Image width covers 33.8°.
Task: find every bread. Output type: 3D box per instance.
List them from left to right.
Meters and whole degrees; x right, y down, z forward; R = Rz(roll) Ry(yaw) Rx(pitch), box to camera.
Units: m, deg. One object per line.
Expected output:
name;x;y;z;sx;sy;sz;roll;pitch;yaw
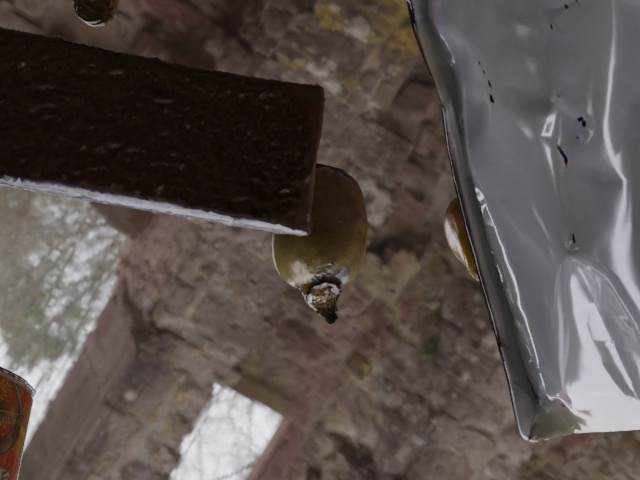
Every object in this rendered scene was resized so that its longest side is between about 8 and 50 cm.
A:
bread;-0.203;-0.114;1.077;0.416;0.165;0.113;10;-176;-8

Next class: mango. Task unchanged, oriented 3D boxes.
mango;0.236;-0.010;1.577;0.090;0.115;0.178;-7;-160;0

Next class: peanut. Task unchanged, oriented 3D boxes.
peanut;-0.229;-0.272;1.066;0.053;0.113;0.054;-1;-155;0

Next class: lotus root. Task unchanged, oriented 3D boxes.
lotus root;0.000;0.000;1.409;0.125;0.221;0.118;-1;163;17

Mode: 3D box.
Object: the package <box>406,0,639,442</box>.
package;0.197;-0.045;0.539;0.165;0.221;0.311;22;131;63

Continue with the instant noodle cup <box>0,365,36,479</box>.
instant noodle cup;-0.332;0.180;0.838;0.213;0.174;0.213;10;156;5
